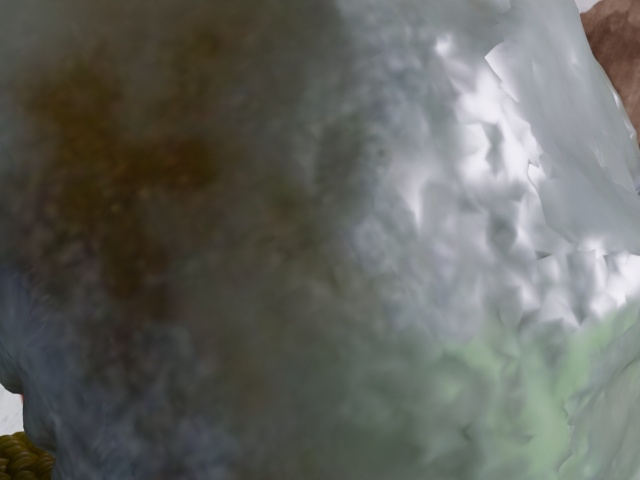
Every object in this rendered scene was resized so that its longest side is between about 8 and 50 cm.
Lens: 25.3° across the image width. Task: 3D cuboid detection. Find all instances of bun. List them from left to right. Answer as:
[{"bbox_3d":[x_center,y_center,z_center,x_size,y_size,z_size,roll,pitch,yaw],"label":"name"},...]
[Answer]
[{"bbox_3d":[0.000,0.000,0.486,0.211,0.362,0.362,-31,168,0],"label":"bun"}]

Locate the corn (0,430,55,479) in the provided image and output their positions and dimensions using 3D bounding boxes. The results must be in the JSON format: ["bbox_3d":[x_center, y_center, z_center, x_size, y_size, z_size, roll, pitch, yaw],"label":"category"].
[{"bbox_3d":[-0.107,0.141,0.598,0.091,0.091,0.260,-48,-162,-11],"label":"corn"}]
